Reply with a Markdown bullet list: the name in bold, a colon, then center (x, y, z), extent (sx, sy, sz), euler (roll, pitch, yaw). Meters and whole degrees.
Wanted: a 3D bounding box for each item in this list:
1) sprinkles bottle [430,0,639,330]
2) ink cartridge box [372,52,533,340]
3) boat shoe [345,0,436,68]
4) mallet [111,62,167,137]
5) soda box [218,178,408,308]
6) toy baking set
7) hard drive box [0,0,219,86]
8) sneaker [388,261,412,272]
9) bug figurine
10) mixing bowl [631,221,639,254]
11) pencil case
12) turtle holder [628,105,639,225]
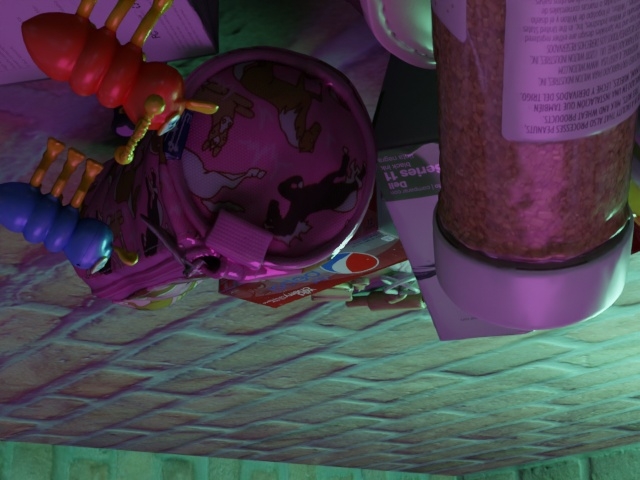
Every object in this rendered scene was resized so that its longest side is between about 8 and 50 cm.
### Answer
- **sprinkles bottle**: center (0.117, -0.121, 0.519), extent (0.121, 0.121, 0.355), euler (-4, 126, 4)
- **ink cartridge box**: center (0.117, -0.041, 0.798), extent (0.086, 0.153, 0.208), euler (-9, 127, 21)
- **boat shoe**: center (0.020, -0.204, 0.559), extent (0.117, 0.097, 0.324), euler (-51, 148, 8)
- **mallet**: center (-0.147, -0.116, 0.692), extent (0.062, 0.190, 0.039), euler (3, 117, -4)
- **soda box**: center (0.000, 0.000, 1.095), extent (0.092, 0.083, 0.263), euler (18, 151, -40)
- **toy baking set**: center (0.087, 0.072, 1.305), extent (0.256, 0.030, 0.196), euler (-4, 170, 25)
- **hard drive box**: center (-0.199, -0.181, 0.604), extent (0.232, 0.089, 0.181), euler (-6, 158, 9)
- **sneaker**: center (0.080, 0.006, 1.161), extent (0.061, 0.054, 0.152), euler (-1, 159, 4)
- **bug figurine**: center (-0.185, -0.072, 0.567), extent (0.216, 0.072, 0.279), euler (27, 148, -9)
- **mixing bowl**: center (0.252, -0.047, 0.978), extent (0.181, 0.098, 0.181), euler (-1, 160, -1)
- **pencil case**: center (-0.103, -0.031, 0.801), extent (0.167, 0.160, 0.386), euler (-12, 179, -25)
- **turtle holder**: center (0.271, -0.087, 0.641), extent (0.320, 0.227, 0.243), euler (-6, 141, 24)
